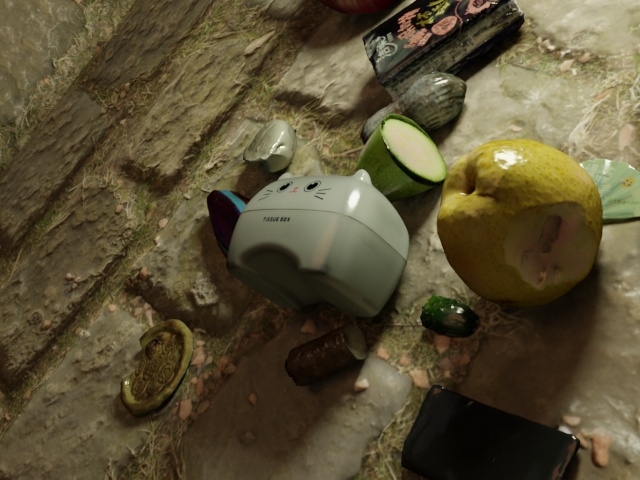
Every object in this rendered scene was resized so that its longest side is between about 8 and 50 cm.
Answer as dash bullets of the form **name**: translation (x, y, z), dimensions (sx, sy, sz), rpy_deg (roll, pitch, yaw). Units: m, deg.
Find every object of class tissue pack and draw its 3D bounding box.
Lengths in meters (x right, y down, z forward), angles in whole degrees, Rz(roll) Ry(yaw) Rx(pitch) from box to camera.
- **tissue pack**: translation (0.257, -0.448, 1.854), dimensions (0.332, 0.123, 0.245), rpy_deg (-33, 35, 16)
- **tissue pack**: translation (0.000, 0.000, 1.639), dimensions (0.333, 0.229, 0.236), rpy_deg (3, 62, 46)

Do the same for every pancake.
- **pancake**: translation (-0.367, 0.283, 1.941), dimensions (0.211, 0.029, 0.235), rpy_deg (-6, 57, 41)

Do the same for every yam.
- **yam**: translation (0.009, 0.210, 1.582), dimensions (0.141, 0.079, 0.079), rpy_deg (-27, 43, 26)

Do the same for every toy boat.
- **toy boat**: translation (-0.181, -0.012, 1.970), dimensions (0.136, 0.079, 0.392), rpy_deg (-47, 35, 7)

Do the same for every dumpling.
- **dumpling**: translation (-0.121, -0.220, 2.059), dimensions (0.150, 0.092, 0.177), rpy_deg (-22, 44, 28)

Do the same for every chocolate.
- **chocolate**: translation (0.188, -0.256, 1.769), dimensions (0.248, 0.110, 0.110), rpy_deg (-36, 39, 24)

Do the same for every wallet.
- **wallet**: translation (0.244, 0.318, 1.293), dimensions (0.285, 0.030, 0.146), rpy_deg (13, 72, 51)

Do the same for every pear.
- **pear**: translation (0.304, -0.030, 1.345), dimensions (0.271, 0.271, 0.271), rpy_deg (-27, 43, 28)

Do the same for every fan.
- **fan**: translation (0.454, -0.081, 1.433), dimensions (0.240, 0.009, 0.131), rpy_deg (15, 68, 50)

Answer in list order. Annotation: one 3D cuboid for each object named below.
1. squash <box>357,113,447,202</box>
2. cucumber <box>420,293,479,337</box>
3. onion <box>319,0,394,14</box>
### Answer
- **squash**: translation (0.150, -0.155, 1.685), dimensions (0.122, 0.170, 0.170), rpy_deg (-35, 38, 38)
- **cucumber**: translation (0.220, 0.127, 1.472), dimensions (0.107, 0.035, 0.067), rpy_deg (14, 68, 48)
- **onion**: translation (0.104, -0.736, 2.117), dimensions (0.347, 0.285, 0.348), rpy_deg (-16, 55, 25)
